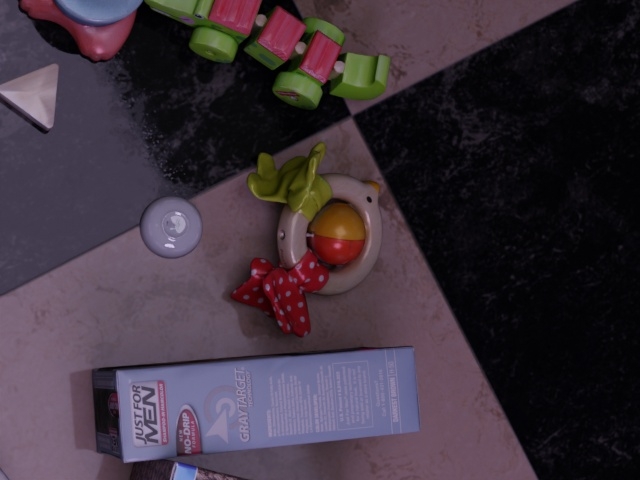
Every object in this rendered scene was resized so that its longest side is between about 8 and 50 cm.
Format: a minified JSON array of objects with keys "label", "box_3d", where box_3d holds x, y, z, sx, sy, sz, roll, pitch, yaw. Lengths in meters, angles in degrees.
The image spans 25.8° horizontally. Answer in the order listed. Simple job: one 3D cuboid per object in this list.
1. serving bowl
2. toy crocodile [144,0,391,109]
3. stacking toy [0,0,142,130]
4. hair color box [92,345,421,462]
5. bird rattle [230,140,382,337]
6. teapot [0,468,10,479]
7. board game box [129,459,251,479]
[{"label":"serving bowl","box_3d":[-0.192,-0.019,1.821,0.083,0.027,0.083,2,84,-17]},{"label":"toy crocodile","box_3d":[-0.068,-0.272,1.848,0.340,0.105,0.115,27,77,-14]},{"label":"stacking toy","box_3d":[-0.380,-0.312,1.735,0.309,0.130,0.279,27,77,-14]},{"label":"hair color box","box_3d":[-0.084,0.200,1.751,0.374,0.185,0.114,-4,86,-19]},{"label":"bird rattle","box_3d":[0.000,0.000,1.837,0.207,0.143,0.254,0,87,-35]},{"label":"teapot","box_3d":[-0.482,0.341,1.613,0.256,0.187,0.252,-55,129,-36]},{"label":"board game box","box_3d":[-0.085,0.368,1.710,0.291,0.232,0.141,17,79,-17]}]
